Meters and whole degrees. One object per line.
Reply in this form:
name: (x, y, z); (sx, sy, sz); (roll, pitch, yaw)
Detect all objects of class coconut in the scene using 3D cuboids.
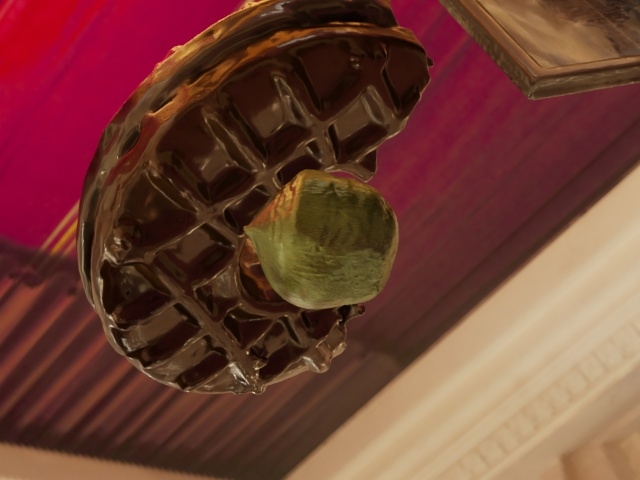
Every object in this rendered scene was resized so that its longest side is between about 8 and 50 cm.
coconut: (0.000, 0.000, 0.849); (0.096, 0.088, 0.088); (6, -143, 2)

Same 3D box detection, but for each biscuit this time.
biscuit: (-0.063, -0.019, 1.094); (0.268, 0.366, 0.115); (-12, -138, -30)

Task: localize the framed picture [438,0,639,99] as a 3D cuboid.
framed picture: (0.145, -0.148, 0.820); (0.150, 0.015, 0.203); (-10, -142, -17)
